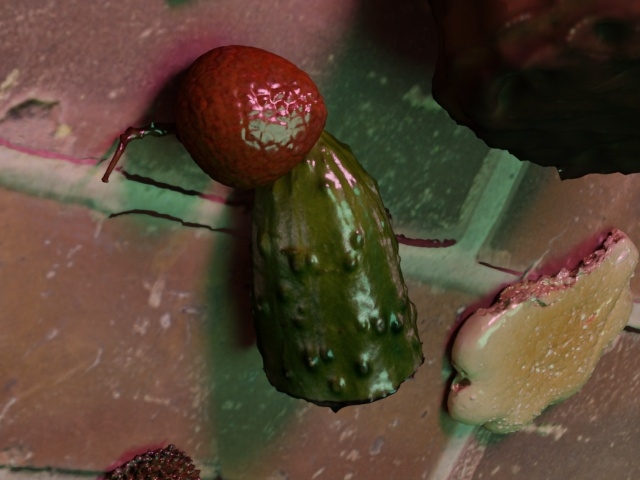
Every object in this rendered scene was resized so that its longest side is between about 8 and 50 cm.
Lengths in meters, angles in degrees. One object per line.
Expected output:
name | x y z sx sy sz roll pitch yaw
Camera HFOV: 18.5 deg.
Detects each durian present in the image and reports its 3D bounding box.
durian | -0.134 0.197 1.573 0.066 0.052 0.130 -32 153 34

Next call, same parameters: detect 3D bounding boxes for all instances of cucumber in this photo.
cucumber | 0.002 0.001 1.511 0.134 0.134 0.244 -33 127 -28

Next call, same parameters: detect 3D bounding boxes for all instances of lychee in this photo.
lychee | -0.067 -0.088 1.387 0.114 0.140 0.101 -67 169 -70

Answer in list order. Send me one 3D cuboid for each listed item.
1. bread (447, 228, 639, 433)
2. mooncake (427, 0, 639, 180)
bread | 0.218 0.099 1.877 0.251 0.039 0.182 -27 133 -34
mooncake | 0.237 -0.178 1.458 0.324 0.324 0.187 26 52 -53
